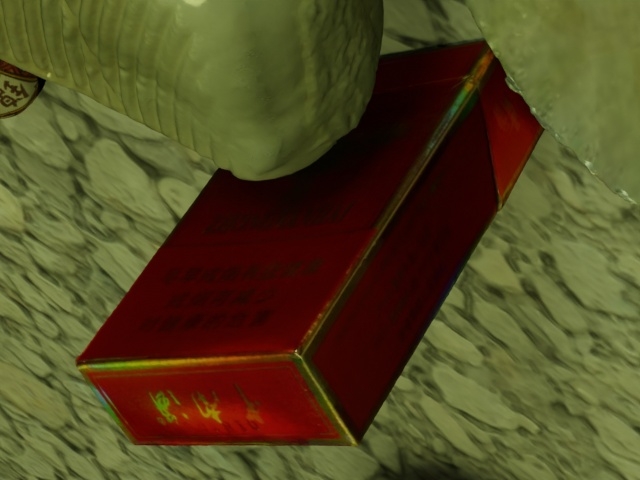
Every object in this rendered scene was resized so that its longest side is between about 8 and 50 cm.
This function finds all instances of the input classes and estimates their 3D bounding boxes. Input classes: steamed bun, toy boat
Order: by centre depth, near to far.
[{"bbox_3d":[0.232,-0.114,1.126,0.293,0.111,0.276,-26,91,56],"label":"toy boat"},{"bbox_3d":[-0.123,-0.223,1.185,0.383,0.236,0.247,27,152,20],"label":"steamed bun"}]

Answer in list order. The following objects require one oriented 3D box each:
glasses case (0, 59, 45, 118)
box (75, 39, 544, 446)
[{"bbox_3d":[-0.311,-0.226,1.439,0.122,0.082,0.321,4,135,31],"label":"glasses case"},{"bbox_3d":[0.000,0.000,1.266,0.197,0.313,0.089,-6,128,41],"label":"box"}]
